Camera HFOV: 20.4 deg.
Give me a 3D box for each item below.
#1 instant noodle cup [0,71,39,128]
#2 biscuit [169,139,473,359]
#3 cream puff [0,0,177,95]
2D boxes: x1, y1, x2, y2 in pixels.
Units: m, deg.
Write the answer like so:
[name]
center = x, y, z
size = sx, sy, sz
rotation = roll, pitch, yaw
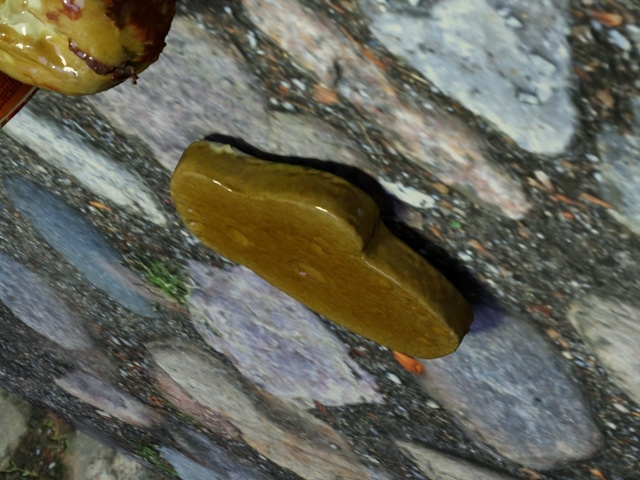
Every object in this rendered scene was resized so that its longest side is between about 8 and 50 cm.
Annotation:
[instant noodle cup]
center = -0.386, -0.197, 1.649
size = 0.250, 0.250, 0.192
rotation = 5, 139, 51
[biscuit]
center = 0.001, -0.002, 1.782
size = 0.343, 0.057, 0.287
rotation = 28, 160, 10
[cream puff]
center = -0.218, -0.225, 1.438
size = 0.240, 0.164, 0.240
rotation = 19, 143, 15
